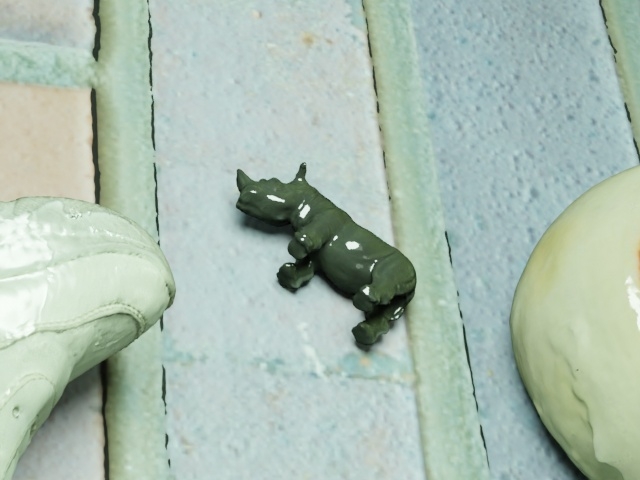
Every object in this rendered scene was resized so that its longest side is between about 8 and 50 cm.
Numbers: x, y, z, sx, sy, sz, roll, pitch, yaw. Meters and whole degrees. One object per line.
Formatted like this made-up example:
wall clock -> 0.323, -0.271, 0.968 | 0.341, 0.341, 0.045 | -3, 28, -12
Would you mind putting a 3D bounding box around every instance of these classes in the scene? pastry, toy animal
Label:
pastry -> 0.245, 0.062, 1.131 | 0.265, 0.133, 0.265 | 13, 51, -16
toy animal -> 0.000, 0.000, 1.138 | 0.135, 0.047, 0.065 | 37, 46, 10

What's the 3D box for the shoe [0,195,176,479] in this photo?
shoe -> -0.205, 0.116, 0.932 | 0.342, 0.132, 0.210 | -21, 69, -27
